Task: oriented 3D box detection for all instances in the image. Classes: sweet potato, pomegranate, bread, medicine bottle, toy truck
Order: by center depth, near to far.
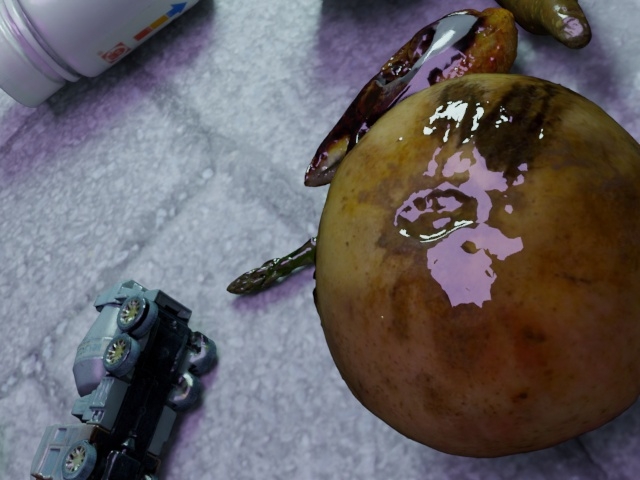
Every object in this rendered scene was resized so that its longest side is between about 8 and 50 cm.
[{"bbox_3d":[0.142,0.020,0.983,0.322,0.322,0.322,-15,56,23],"label":"pomegranate"},{"bbox_3d":[0.098,-0.138,1.227,0.269,0.095,0.139,-51,27,-1],"label":"bread"},{"bbox_3d":[-0.212,0.159,1.231,0.140,0.108,0.257,-6,57,43],"label":"toy truck"},{"bbox_3d":[0.209,-0.280,1.232,0.079,0.108,0.346,-25,48,8],"label":"sweet potato"},{"bbox_3d":[-0.296,-0.305,1.514,0.293,0.170,0.170,-36,50,8],"label":"medicine bottle"}]

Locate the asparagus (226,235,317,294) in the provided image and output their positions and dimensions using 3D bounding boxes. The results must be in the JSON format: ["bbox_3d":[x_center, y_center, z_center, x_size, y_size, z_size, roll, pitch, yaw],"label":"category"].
[{"bbox_3d":[0.000,-0.001,1.244,0.236,0.027,0.034,-33,46,11],"label":"asparagus"}]
